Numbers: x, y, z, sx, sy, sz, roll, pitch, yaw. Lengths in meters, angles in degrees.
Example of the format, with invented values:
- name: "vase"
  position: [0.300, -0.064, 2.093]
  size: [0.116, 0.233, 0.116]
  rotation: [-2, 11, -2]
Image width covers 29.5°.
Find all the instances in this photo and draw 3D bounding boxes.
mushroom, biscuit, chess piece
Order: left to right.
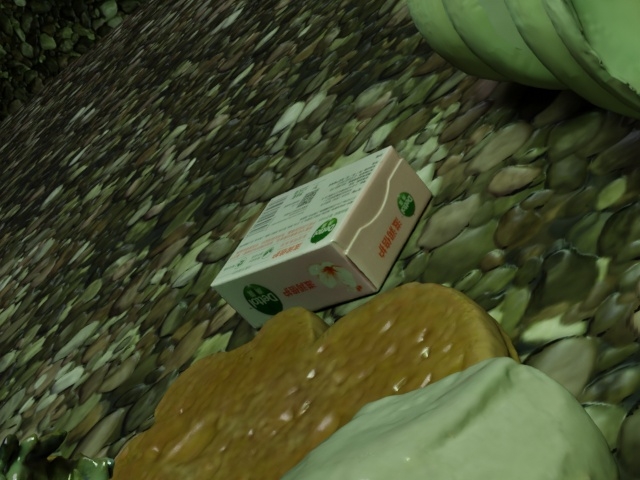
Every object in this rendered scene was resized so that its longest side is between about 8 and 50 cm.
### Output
- name: "mushroom"
  position: [-0.021, 0.178, 0.299]
  size: [0.128, 0.128, 0.350]
  rotation: [-19, 34, 51]
- name: "biscuit"
  position: [-0.017, 0.106, 0.563]
  size: [0.289, 0.044, 0.202]
  rotation: [-14, 36, 57]
- name: "chess piece"
  position: [0.138, -0.150, 0.631]
  size: [0.182, 0.182, 0.330]
  rotation: [-45, 13, -4]

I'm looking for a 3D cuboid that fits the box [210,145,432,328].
- name: "box"
  position: [0.000, 0.000, 0.751]
  size: [0.125, 0.043, 0.089]
  rotation: [-20, 29, 49]

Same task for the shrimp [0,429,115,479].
- name: "shrimp"
  position: [-0.205, 0.235, 0.594]
  size: [0.185, 0.068, 0.287]
  rotation: [-38, 23, 57]
